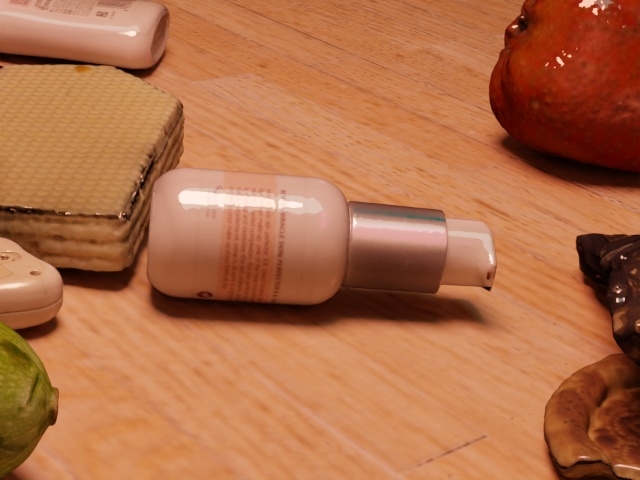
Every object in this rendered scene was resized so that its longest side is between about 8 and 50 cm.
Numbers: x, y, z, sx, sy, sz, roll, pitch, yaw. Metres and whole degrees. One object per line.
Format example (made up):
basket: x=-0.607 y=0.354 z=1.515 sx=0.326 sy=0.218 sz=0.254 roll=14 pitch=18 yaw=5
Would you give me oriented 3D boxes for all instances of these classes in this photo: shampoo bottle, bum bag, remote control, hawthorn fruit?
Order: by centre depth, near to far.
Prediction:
remote control: x=-0.195 y=0.031 z=0.677 sx=0.122 sy=0.032 sz=0.074 roll=-16 pitch=33 yaw=-42
bum bag: x=0.197 y=0.027 z=0.711 sx=0.102 sy=0.069 sz=0.248 roll=-6 pitch=10 yaw=7
shampoo bottle: x=0.000 y=0.000 z=0.746 sx=0.192 sy=0.074 sz=0.074 roll=3 pitch=25 yaw=-7
hawthorn fruit: x=0.234 y=-0.115 z=1.005 sx=0.203 sy=0.163 sz=0.163 roll=25 pitch=24 yaw=-4
shampoo bottle: x=-0.242 y=-0.185 z=1.118 sx=0.220 sy=0.051 sz=0.108 roll=7 pitch=25 yaw=2

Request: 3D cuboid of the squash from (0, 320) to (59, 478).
squash: x=-0.296 y=0.047 z=0.539 sx=0.378 sy=0.101 sz=0.101 roll=10 pitch=24 yaw=-2

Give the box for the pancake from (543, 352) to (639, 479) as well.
pancake: x=0.199 y=0.101 z=0.644 sx=0.190 sy=0.020 sz=0.184 roll=-9 pitch=29 yaw=-33

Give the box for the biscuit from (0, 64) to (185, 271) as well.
biscuit: x=-0.169 y=-0.053 z=0.847 sx=0.150 sy=0.052 sz=0.252 roll=3 pitch=27 yaw=3
